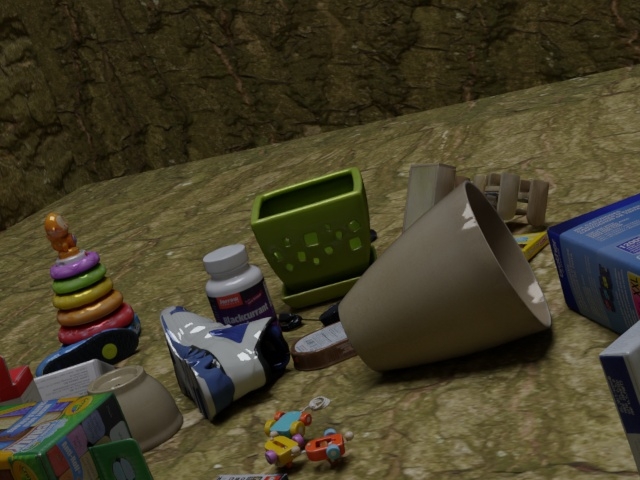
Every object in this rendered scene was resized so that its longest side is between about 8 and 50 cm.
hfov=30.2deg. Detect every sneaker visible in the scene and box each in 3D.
[{"bbox_3d":[-0.154,0.195,2.021,0.182,0.127,0.315,-18,21,-16],"label":"sneaker"},{"bbox_3d":[-0.464,0.224,2.343,0.209,0.069,0.082,-24,13,-22],"label":"sneaker"}]

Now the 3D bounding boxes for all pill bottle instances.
[{"bbox_3d":[-0.144,0.110,2.138,0.108,0.193,0.108,-17,15,5],"label":"pill bottle"}]

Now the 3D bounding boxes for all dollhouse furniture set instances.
[{"bbox_3d":[0.294,-0.052,2.351,0.242,0.161,0.212,10,-4,-29],"label":"dollhouse furniture set"}]

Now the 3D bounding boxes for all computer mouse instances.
[{"bbox_3d":[-0.002,0.133,2.192,0.242,0.041,0.071,-8,18,34],"label":"computer mouse"}]

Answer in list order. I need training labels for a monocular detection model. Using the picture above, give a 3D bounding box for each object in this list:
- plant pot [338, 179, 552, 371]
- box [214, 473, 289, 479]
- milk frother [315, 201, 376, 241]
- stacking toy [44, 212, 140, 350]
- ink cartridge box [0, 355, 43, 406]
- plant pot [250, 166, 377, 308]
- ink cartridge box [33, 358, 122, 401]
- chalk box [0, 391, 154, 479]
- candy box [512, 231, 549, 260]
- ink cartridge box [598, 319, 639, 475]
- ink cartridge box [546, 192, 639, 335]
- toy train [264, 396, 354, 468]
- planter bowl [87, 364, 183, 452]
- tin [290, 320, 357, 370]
[{"bbox_3d":[0.175,0.086,1.836,0.274,0.256,0.256,-31,11,16],"label":"plant pot"},{"bbox_3d":[-0.133,0.366,1.507,0.114,0.036,0.207,-8,18,33],"label":"box"},{"bbox_3d":[0.045,-0.046,2.598,0.143,0.134,0.129,-29,49,-29],"label":"milk frother"},{"bbox_3d":[-0.496,0.082,2.432,0.166,0.302,0.175,-17,14,5],"label":"stacking toy"},{"bbox_3d":[-0.500,0.284,1.846,0.134,0.231,0.078,-15,15,8],"label":"ink cartridge box"},{"bbox_3d":[0.000,0.000,2.347,0.227,0.207,0.228,-16,14,5],"label":"plant pot"},{"bbox_3d":[-0.507,0.294,2.147,0.296,0.066,0.261,-17,-11,1],"label":"ink cartridge box"},{"bbox_3d":[-0.362,0.330,1.624,0.289,0.180,0.179,-11,16,29],"label":"chalk box"},{"bbox_3d":[0.322,0.019,2.259,0.206,0.027,0.105,-6,14,36],"label":"candy box"},{"bbox_3d":[0.401,0.167,1.247,0.224,0.223,0.045,-28,12,-36],"label":"ink cartridge box"},{"bbox_3d":[0.525,0.025,1.779,0.270,0.151,0.395,-20,13,-10],"label":"ink cartridge box"},{"bbox_3d":[-0.017,0.282,1.668,0.125,0.046,0.166,-17,18,-2],"label":"toy train"},{"bbox_3d":[-0.316,0.270,1.925,0.162,0.109,0.162,-16,14,4],"label":"planter bowl"},{"bbox_3d":[0.039,0.169,2.028,0.190,0.040,0.106,-21,19,-13],"label":"tin"}]
